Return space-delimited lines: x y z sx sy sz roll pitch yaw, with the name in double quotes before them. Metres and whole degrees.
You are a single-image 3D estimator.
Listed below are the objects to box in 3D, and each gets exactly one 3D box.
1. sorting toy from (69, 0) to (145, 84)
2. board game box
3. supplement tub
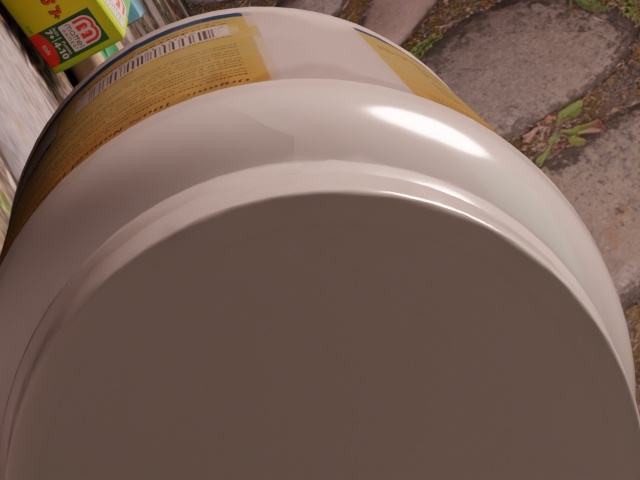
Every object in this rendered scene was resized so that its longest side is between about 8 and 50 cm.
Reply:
"sorting toy" -0.151 -0.165 1.048 0.347 0.047 0.196 59 2 -12
"board game box" -0.135 -0.174 0.925 0.092 0.043 0.181 54 20 -30
"supplement tub" -0.008 0.025 0.429 0.144 0.144 0.199 59 2 -15
